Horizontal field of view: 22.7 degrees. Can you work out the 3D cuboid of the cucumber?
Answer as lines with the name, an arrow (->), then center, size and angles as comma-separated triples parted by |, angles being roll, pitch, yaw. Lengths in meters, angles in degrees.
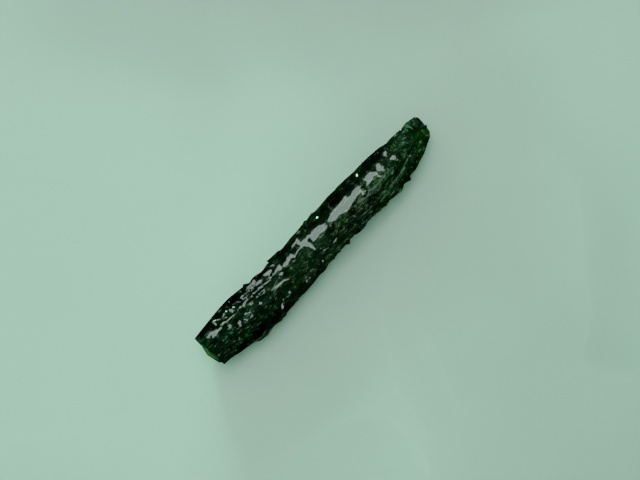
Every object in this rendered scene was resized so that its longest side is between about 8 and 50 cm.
cucumber -> 0.000, 0.000, 1.273 | 0.044, 0.043, 0.256 | 43, 85, 11
